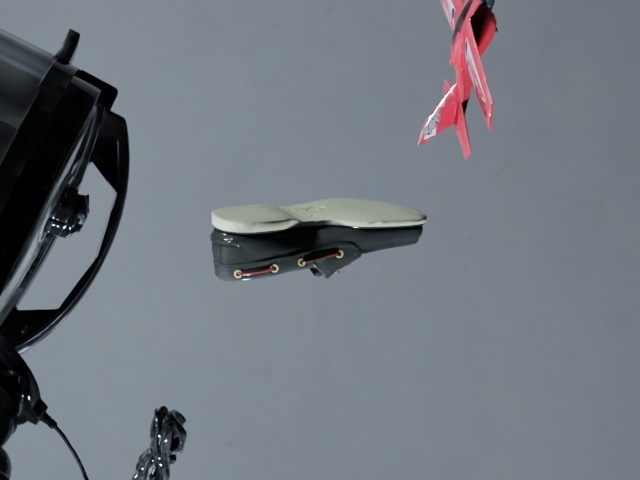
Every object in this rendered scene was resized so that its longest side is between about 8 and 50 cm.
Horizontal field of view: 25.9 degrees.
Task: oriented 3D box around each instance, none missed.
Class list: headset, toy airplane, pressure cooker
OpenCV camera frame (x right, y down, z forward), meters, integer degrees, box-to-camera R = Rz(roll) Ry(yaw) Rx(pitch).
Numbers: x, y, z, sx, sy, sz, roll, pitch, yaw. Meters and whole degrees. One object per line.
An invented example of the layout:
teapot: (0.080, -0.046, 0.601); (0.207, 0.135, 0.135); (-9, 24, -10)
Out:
headset: (-0.328, 0.173, 1.283); (0.394, 0.185, 0.243); (14, 53, -12)
toy airplane: (0.094, -0.113, 0.907); (0.028, 0.151, 0.151); (-3, 84, -15)
pressure cooker: (-0.429, -0.068, 1.534); (0.421, 0.375, 0.369); (25, 115, -10)

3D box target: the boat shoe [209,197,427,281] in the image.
boat shoe: (-0.001, 0.000, 0.819); (0.133, 0.049, 0.042); (-5, 107, -21)
